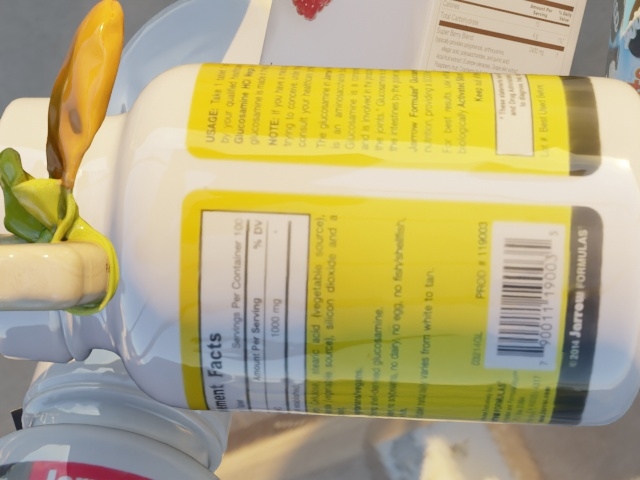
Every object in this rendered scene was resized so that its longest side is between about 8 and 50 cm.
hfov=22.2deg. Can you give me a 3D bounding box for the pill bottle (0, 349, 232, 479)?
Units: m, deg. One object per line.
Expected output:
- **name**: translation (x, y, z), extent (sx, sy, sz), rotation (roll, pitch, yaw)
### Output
- **pill bottle**: translation (-0.142, 0.219, 0.965), extent (0.176, 0.318, 0.176), rotation (7, 146, 5)

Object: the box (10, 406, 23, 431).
- **box**: translation (-0.187, 0.187, 1.269), extent (0.027, 0.094, 0.137), rotation (-19, 86, 23)

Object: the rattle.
- **rattle**: translation (-0.190, -0.028, 0.704), extent (0.200, 0.130, 0.142), rotation (3, 110, 11)

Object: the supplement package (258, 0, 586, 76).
- **supplement package**: translation (0.080, -0.173, 1.253), extent (0.177, 0.175, 0.293), rotation (20, 102, 46)

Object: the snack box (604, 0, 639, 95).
- **snack box**: translation (0.378, -0.123, 1.644), extent (0.187, 0.060, 0.322), rotation (6, 95, -2)

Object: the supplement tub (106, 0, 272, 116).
- **supplement tub**: translation (-0.037, -0.068, 1.534), extent (0.228, 0.316, 0.228), rotation (-15, 56, 24)

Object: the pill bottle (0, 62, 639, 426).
- **pill bottle**: translation (0.000, 0.000, 0.872), extent (0.334, 0.188, 0.188), rotation (3, 109, 2)
